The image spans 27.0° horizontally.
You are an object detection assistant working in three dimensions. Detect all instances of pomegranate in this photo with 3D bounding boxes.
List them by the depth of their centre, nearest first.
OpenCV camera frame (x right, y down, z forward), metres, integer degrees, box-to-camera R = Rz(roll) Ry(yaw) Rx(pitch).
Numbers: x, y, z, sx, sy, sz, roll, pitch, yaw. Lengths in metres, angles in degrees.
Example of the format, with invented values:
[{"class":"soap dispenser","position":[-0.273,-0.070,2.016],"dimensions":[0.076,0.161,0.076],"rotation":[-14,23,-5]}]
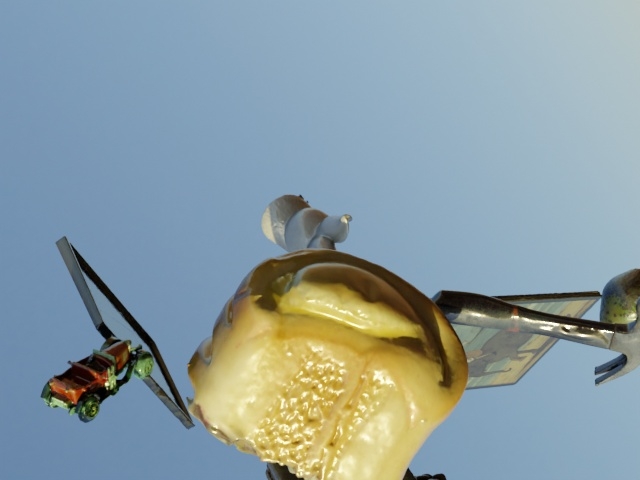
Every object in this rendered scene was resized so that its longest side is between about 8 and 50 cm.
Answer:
[{"class":"pomegranate","position":[0.551,0.112,2.276],"dimensions":[0.163,0.125,0.138],"rotation":[-19,-78,-43]}]

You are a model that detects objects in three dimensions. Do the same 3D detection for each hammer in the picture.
[{"class":"hammer","position":[0.281,0.111,1.720],"dimensions":[0.037,0.289,0.137],"rotation":[-76,-6,-55]}]

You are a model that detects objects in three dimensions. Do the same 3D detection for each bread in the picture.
[{"class":"bread","position":[0.008,0.151,1.637],"dimensions":[0.315,0.270,0.211],"rotation":[26,-172,-10]}]

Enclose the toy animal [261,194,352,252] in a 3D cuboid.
[{"class":"toy animal","position":[0.000,-0.002,2.390],"dimensions":[0.220,0.104,0.131],"rotation":[30,163,52]}]

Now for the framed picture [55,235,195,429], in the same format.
[{"class":"framed picture","position":[-0.264,0.130,1.828],"dimensions":[0.192,0.018,0.265],"rotation":[55,178,46]}]

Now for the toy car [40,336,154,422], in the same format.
[{"class":"toy car","position":[-0.269,0.163,1.619],"dimensions":[0.143,0.073,0.054],"rotation":[-37,-43,-46]}]

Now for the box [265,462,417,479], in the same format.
[{"class":"box","position":[0.029,0.364,2.024],"dimensions":[0.273,0.184,0.143],"rotation":[55,169,40]}]

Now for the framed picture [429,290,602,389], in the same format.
[{"class":"framed picture","position":[0.222,0.158,1.990],"dimensions":[0.347,0.265,0.016],"rotation":[0,-126,-32]}]

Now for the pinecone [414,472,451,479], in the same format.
[{"class":"pinecone","position":[0.197,0.557,2.639],"dimensions":[0.204,0.179,0.184],"rotation":[-89,5,-85]}]
